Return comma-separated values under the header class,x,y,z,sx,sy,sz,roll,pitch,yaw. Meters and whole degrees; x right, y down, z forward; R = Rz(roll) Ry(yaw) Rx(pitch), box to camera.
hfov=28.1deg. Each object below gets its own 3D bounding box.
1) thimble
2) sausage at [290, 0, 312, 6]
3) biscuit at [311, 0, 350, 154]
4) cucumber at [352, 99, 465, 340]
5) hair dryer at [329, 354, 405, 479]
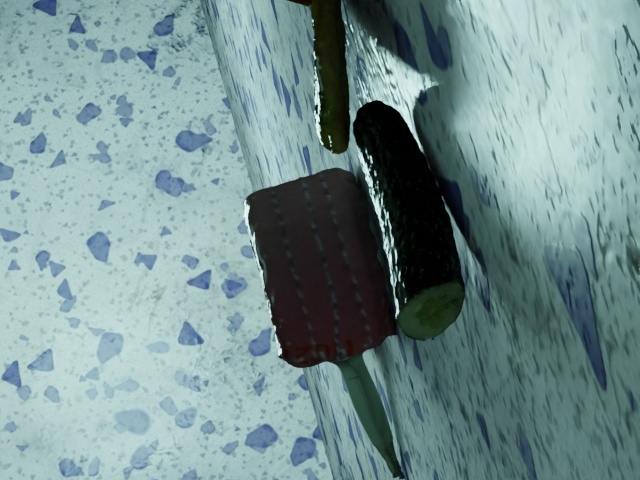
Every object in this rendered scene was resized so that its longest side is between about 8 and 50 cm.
class,x,y,z,sx,sy,sz,roll,pitch,yaw
thimble,-0.004,0.024,1.334,0.163,0.125,0.190,-116,12,-73
sausage,-0.061,-0.354,1.149,0.089,0.083,0.300,-157,51,-67
biscuit,0.007,-0.170,1.035,0.247,0.029,0.118,-92,1,-48
cucumber,0.061,-0.028,0.931,0.052,0.058,0.215,25,-143,-35
hair dryer,0.053,0.182,1.578,0.206,0.075,0.237,-31,-82,-89
